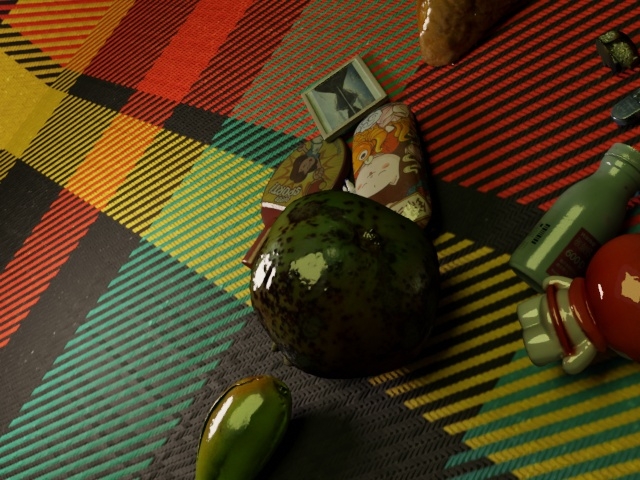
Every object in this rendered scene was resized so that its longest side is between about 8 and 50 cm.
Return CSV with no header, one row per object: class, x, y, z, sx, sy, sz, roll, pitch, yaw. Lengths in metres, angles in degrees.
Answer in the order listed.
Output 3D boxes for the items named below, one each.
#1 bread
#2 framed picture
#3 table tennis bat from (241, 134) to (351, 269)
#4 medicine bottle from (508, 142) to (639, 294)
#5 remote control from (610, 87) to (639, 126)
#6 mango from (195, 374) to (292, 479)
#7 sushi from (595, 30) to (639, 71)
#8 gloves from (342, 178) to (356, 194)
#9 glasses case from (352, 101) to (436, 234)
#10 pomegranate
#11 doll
bread,0.260,-0.446,1.519,0.260,0.134,0.129,-39,38,14
framed picture,0.045,-0.286,1.678,0.150,0.015,0.203,-34,37,10
table tennis bat,-0.050,-0.076,1.606,0.200,0.038,0.310,14,67,51
medicine bottle,0.349,-0.026,1.112,0.216,0.090,0.090,-50,37,-1
remote control,0.482,-0.215,1.190,0.152,0.027,0.043,-36,33,15
mango,-0.129,0.310,1.303,0.233,0.111,0.125,-59,23,9
sushi,0.454,-0.284,1.275,0.046,0.044,0.083,-18,45,5
gloves,0.064,-0.087,1.505,0.064,0.026,0.086,-44,33,6
glasses case,0.121,-0.112,1.420,0.122,0.082,0.321,-28,43,24
pomegranate,0.019,0.096,1.243,0.340,0.285,0.285,121,159,-50
doll,0.376,0.067,0.979,0.290,0.130,0.161,-22,45,24
